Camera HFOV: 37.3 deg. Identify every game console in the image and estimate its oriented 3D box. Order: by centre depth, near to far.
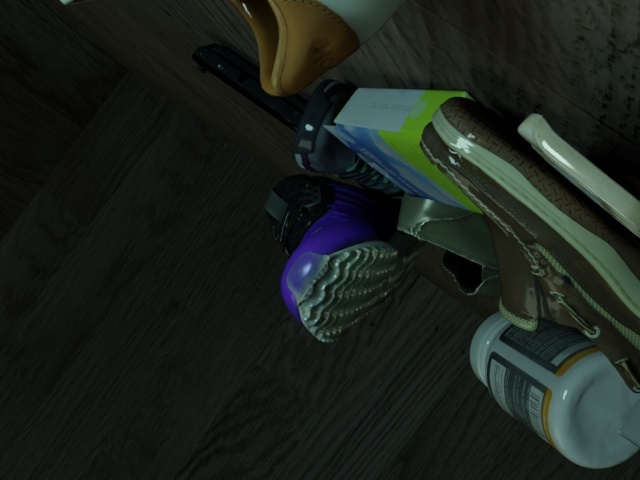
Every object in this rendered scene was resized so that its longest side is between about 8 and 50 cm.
[{"bbox_3d":[0.003,-0.119,1.110,0.361,0.044,0.213,37,-178,20],"label":"game console"}]

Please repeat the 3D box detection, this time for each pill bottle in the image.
[{"bbox_3d":[0.329,0.194,1.334,0.162,0.162,0.278,37,179,-20],"label":"pill bottle"}]

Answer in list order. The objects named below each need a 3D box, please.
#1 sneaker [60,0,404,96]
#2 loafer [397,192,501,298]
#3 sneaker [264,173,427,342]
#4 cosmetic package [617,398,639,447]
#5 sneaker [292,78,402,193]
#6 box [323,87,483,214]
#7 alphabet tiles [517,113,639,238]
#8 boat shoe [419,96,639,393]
[{"bbox_3d":[-0.090,-0.161,0.326,0.290,0.123,0.106,38,-179,-14],"label":"sneaker"},{"bbox_3d":[0.156,0.013,0.887,0.251,0.087,0.094,37,179,-30],"label":"loafer"},{"bbox_3d":[0.000,0.001,0.880,0.146,0.102,0.293,36,-166,12],"label":"sneaker"},{"bbox_3d":[0.452,0.240,1.006,0.238,0.107,0.127,31,179,40],"label":"cosmetic package"},{"bbox_3d":[0.047,-0.086,0.857,0.098,0.083,0.224,22,-175,14],"label":"sneaker"},{"bbox_3d":[0.085,-0.065,0.698,0.109,0.042,0.178,37,174,-25],"label":"box"},{"bbox_3d":[0.210,0.038,0.431,0.278,0.021,0.284,42,-168,15],"label":"alphabet tiles"},{"bbox_3d":[0.148,0.018,0.597,0.257,0.095,0.095,37,-160,-19],"label":"boat shoe"}]
